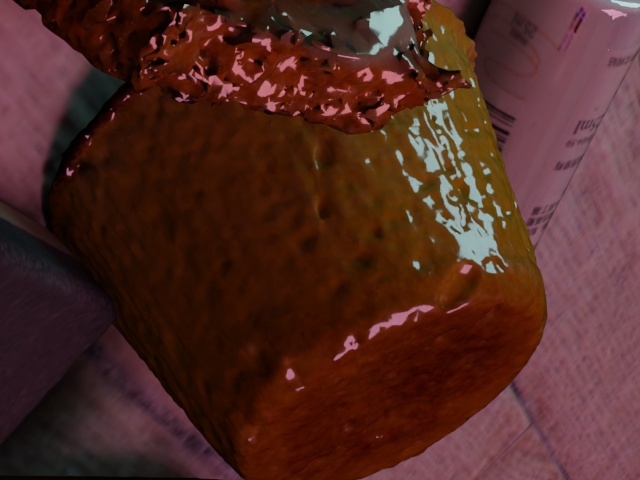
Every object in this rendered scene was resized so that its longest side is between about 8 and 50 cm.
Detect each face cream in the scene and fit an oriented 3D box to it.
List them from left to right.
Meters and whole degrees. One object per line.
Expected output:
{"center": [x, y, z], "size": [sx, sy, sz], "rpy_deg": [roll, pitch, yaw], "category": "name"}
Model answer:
{"center": [0.092, -0.036, 1.058], "size": [0.082, 0.082, 0.269], "rpy_deg": [-16, 140, -46], "category": "face cream"}

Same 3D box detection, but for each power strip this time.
{"center": [-0.177, 0.018, 0.750], "size": [0.105, 0.070, 0.256], "rpy_deg": [-46, 152, 4], "category": "power strip"}

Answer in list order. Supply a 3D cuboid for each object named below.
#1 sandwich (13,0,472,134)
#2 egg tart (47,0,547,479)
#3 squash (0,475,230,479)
{"center": [-0.037, -0.119, 0.689], "size": [0.235, 0.159, 0.079], "rpy_deg": [6, 130, -35], "category": "sandwich"}
{"center": [0.000, 0.000, 0.869], "size": [0.215, 0.171, 0.215], "rpy_deg": [-23, 151, -14], "category": "egg tart"}
{"center": [-0.102, 0.196, 0.859], "size": [0.260, 0.189, 0.189], "rpy_deg": [2, 131, -22], "category": "squash"}
